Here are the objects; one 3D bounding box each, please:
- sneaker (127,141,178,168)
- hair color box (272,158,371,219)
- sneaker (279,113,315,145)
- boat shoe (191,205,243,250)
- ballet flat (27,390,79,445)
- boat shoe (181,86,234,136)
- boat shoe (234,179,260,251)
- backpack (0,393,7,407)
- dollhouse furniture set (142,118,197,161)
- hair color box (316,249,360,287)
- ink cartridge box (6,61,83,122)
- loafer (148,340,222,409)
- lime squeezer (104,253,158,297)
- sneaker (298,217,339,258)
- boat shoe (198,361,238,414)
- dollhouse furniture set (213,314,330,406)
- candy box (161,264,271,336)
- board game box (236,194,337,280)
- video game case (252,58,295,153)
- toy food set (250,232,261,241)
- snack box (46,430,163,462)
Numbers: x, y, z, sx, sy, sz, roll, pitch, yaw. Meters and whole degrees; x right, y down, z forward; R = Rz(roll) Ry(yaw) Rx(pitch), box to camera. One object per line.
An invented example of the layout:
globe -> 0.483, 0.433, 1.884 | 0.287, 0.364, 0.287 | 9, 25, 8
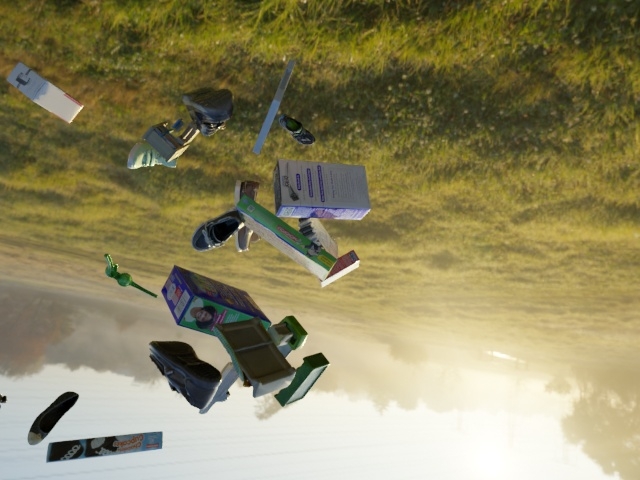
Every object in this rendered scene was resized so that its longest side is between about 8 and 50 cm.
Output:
sneaker -> -0.693, -0.350, 1.871 | 0.150, 0.256, 0.094 | 23, 120, -1
hair color box -> 0.003, -0.183, 1.627 | 0.338, 0.186, 0.110 | 2, 158, -20
sneaker -> -0.096, -0.465, 1.891 | 0.188, 0.067, 0.078 | 35, -175, -33
boat shoe -> -0.406, -0.025, 1.729 | 0.306, 0.105, 0.113 | -23, 112, 27
ballet flat -> -0.769, 0.504, 1.276 | 0.049, 0.173, 0.058 | -12, 120, 24
boat shoe -> -0.349, -0.414, 1.439 | 0.132, 0.131, 0.355 | -23, -149, -16
boat shoe -> -0.303, -0.095, 1.849 | 0.096, 0.325, 0.117 | 3, -153, -4
backpack -> -1.258, 0.609, 1.468 | 0.263, 0.213, 0.277 | 33, -159, -9
dollhouse furniture set -> -0.556, -0.422, 1.710 | 0.183, 0.129, 0.129 | -40, 104, 21
hair color box -> 0.063, 0.106, 1.673 | 0.167, 0.054, 0.093 | -28, 163, -8
ink cartridge box -> -1.009, -0.542, 1.627 | 0.217, 0.092, 0.158 | 36, 178, 28
loafer -> -0.453, 0.420, 1.411 | 0.133, 0.130, 0.365 | 13, -178, -42
lime squeezer -> -0.764, 0.136, 1.735 | 0.109, 0.059, 0.311 | -11, 140, 15
sneaker -> 0.000, 0.000, 1.815 | 0.118, 0.293, 0.110 | -26, -171, -34
boat shoe -> -0.377, 0.574, 1.689 | 0.081, 0.228, 0.079 | 34, 180, -9
dollhouse furniture set -> -0.151, 0.319, 1.148 | 0.197, 0.151, 0.301 | 47, -158, 27
candy box -> -0.365, 0.232, 1.554 | 0.317, 0.122, 0.268 | 26, -176, -35
board game box -> -0.100, 0.000, 1.319 | 0.317, 0.046, 0.213 | 35, 168, 4
video game case -> -0.149, -0.439, 1.446 | 0.025, 0.285, 0.204 | 22, 134, -12
toy food set -> -0.305, -0.030, 2.000 | 0.083, 0.083, 0.020 | 6, -158, 27
snack box -> -0.687, 0.659, 1.422 | 0.321, 0.060, 0.187 | 6, 155, -27
